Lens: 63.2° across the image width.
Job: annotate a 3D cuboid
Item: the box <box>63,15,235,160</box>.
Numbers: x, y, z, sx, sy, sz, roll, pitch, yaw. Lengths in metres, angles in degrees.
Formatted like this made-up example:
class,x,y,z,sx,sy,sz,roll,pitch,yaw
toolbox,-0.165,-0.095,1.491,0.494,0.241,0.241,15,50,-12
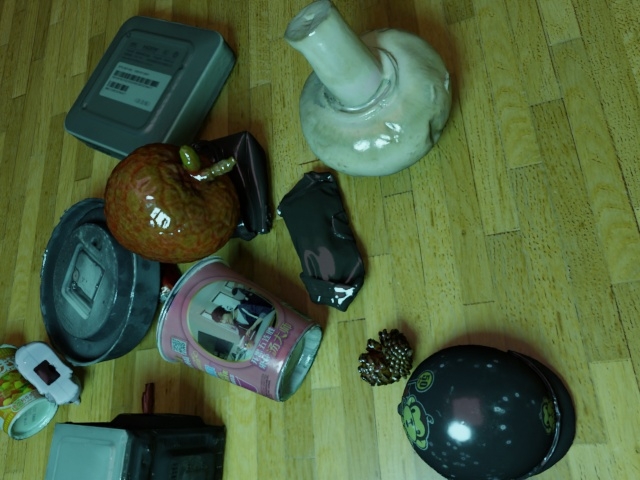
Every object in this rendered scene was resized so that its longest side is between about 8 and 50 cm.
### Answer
class,x,y,z,sx,sy,sz,roll,pitch,yaw
box,-0.458,-0.399,1.381,0.396,0.111,0.396,22,81,28

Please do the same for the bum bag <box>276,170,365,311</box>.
class,x,y,z,sx,sy,sz,roll,pitch,yaw
bum bag,0.000,0.000,1.079,0.142,0.079,0.326,-20,63,8

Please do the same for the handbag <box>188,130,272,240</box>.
class,x,y,z,sx,sy,sz,roll,pitch,yaw
handbag,-0.253,-0.097,1.199,0.285,0.113,0.257,-16,76,15

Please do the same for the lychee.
class,x,y,z,sx,sy,sz,roll,pitch,yaw
lychee,-0.280,-0.073,1.013,0.300,0.255,0.255,-31,60,41

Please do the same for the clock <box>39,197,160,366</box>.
class,x,y,z,sx,sy,sz,roll,pitch,yaw
clock,-0.518,0.094,1.205,0.386,0.076,0.386,-4,83,34

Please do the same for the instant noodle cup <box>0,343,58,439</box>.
class,x,y,z,sx,sy,sz,roll,pitch,yaw
instant noodle cup,-0.726,0.363,1.224,0.185,0.168,0.168,32,87,20

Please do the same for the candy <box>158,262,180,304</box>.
class,x,y,z,sx,sy,sz,roll,pitch,yaw
candy,-0.375,0.074,1.203,0.059,0.086,0.292,-43,63,16

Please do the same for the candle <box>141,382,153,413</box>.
class,x,y,z,sx,sy,sz,roll,pitch,yaw
candle,-0.378,0.397,1.133,0.026,0.021,0.167,-5,69,0

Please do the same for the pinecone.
class,x,y,z,sx,sy,sz,roll,pitch,yaw
pinecone,0.118,0.219,0.942,0.102,0.102,0.109,45,114,28

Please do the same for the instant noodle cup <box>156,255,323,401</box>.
class,x,y,z,sx,sy,sz,roll,pitch,yaw
instant noodle cup,-0.144,0.183,1.005,0.255,0.244,0.244,24,83,19

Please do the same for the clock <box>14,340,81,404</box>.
class,x,y,z,sx,sy,sz,roll,pitch,yaw
clock,-0.621,0.308,1.193,0.176,0.117,0.080,43,61,7

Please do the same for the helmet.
class,x,y,z,sx,sy,sz,roll,pitch,yaw
helmet,0.256,0.275,0.830,0.279,0.160,0.230,-6,69,22

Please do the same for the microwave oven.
class,x,y,z,sx,sy,sz,roll,pitch,yaw
microwave oven,-0.317,0.438,0.938,0.181,0.295,0.237,-3,72,23

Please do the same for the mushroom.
class,x,y,z,sx,sy,sz,roll,pitch,yaw
mushroom,0.079,-0.295,1.049,0.356,0.315,0.315,31,86,-6
